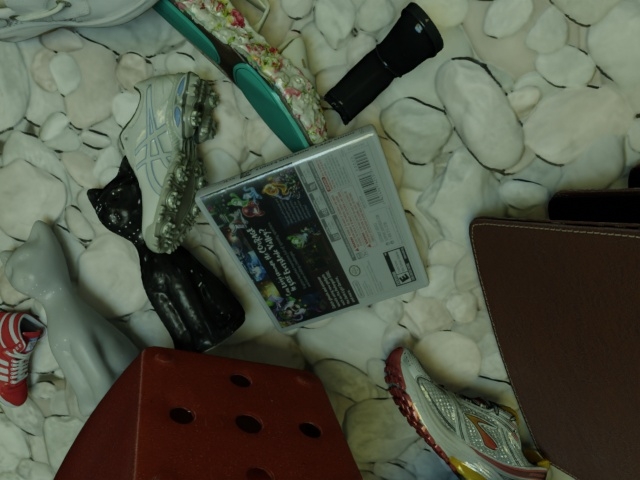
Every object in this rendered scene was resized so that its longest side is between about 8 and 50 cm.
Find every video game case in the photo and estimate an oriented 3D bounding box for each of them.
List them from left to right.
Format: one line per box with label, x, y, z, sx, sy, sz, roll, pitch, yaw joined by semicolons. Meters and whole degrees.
video game case;0.000;0.000;0.508;0.173;0.022;0.190;-19;125;10

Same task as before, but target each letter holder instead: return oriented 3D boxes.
letter holder;0.292;0.091;0.491;0.152;0.214;0.301;-26;104;-21

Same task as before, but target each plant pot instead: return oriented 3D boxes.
plant pot;-0.098;0.251;0.458;0.268;0.267;0.235;16;108;-22

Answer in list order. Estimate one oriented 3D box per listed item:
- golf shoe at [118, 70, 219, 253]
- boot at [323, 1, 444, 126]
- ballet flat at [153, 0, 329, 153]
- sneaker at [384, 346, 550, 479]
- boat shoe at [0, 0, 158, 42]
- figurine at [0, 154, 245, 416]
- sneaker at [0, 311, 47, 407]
golf shoe;-0.155;-0.075;0.499;0.086;0.069;0.176;7;81;13
boot;0.048;-0.146;0.446;0.099;0.121;0.045;-38;97;8
ballet flat;-0.061;-0.175;0.467;0.241;0.091;0.077;45;81;-12
sneaker;0.156;0.197;0.563;0.093;0.088;0.225;-44;98;-8
boat shoe;-0.227;-0.222;0.414;0.277;0.096;0.098;-6;96;27
figurine;-0.222;0.049;0.549;0.215;0.092;0.209;-30;93;13
sneaker;-0.348;0.138;0.600;0.067;0.042;0.118;-8;103;11
